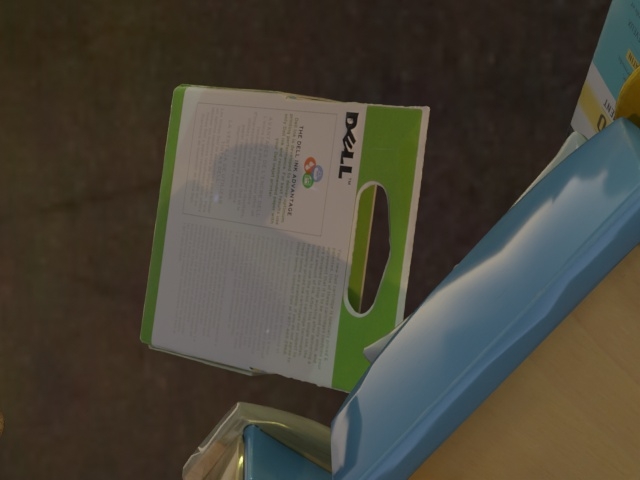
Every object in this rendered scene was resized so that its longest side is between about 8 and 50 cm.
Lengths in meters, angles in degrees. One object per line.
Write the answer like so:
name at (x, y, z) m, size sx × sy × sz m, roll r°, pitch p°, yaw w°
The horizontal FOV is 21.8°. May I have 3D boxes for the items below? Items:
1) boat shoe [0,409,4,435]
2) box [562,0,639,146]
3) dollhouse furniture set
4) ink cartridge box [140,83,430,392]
boat shoe at (-0.214, 0.096, 0.829) m, size 0.123 × 0.116 × 0.325 m, roll 9°, pitch 98°, yaw 55°
box at (0.174, -0.043, 0.821) m, size 0.244 × 0.060 × 0.101 m, roll 99°, pitch 150°, yaw -55°
dollhouse furniture set at (0.123, 0.097, 0.610) m, size 0.303 × 0.286 × 0.198 m, roll -50°, pitch 19°, yaw 23°
ink cartridge box at (0.000, 0.000, 1.107) m, size 0.255 × 0.097 × 0.189 m, roll 10°, pitch 93°, yaw 48°
